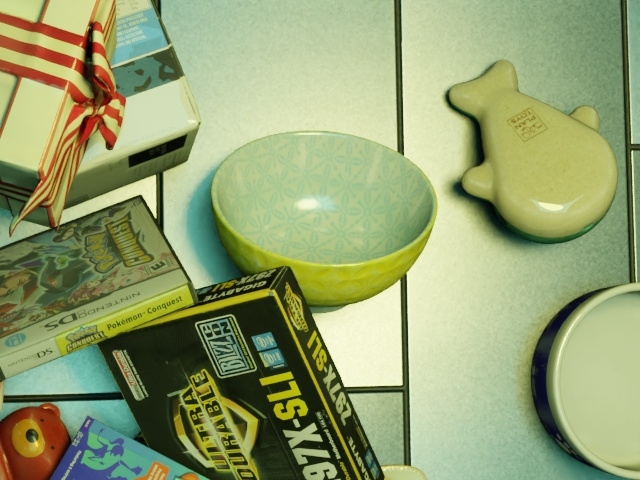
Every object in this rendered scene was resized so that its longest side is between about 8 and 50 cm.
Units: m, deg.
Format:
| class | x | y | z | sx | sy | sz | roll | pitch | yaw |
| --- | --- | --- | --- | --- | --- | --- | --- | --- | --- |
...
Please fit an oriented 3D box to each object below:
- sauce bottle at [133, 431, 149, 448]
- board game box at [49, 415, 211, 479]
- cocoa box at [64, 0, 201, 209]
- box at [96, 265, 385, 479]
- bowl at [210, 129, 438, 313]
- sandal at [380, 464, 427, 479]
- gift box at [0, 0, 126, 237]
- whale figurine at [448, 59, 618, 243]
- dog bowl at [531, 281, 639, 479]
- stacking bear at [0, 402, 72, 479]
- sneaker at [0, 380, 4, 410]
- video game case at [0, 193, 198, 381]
| class | x | y | z | sx | sy | sz | roll | pitch | yaw |
| --- | --- | --- | --- | --- | --- | --- | --- | --- | --- |
| sauce bottle | -0.221 | 0.264 | 1.794 | 0.128 | 0.042 | 0.042 | -43 | 94 | -11 |
| board game box | -0.230 | 0.332 | 1.667 | 0.210 | 0.047 | 0.160 | 25 | 73 | 10 |
| cocoa box | -0.294 | -0.181 | 1.656 | 0.231 | 0.347 | 0.228 | -22 | 90 | -9 |
| box | -0.097 | 0.209 | 1.692 | 0.257 | 0.079 | 0.322 | -15 | 110 | 22 |
| bowl | 0.000 | 0.000 | 1.776 | 0.289 | 0.289 | 0.156 | -2 | 128 | -10 |
| sandal | 0.038 | 0.355 | 1.814 | 0.240 | 0.079 | 0.088 | -8 | 88 | -10 |
| gift box | -0.329 | -0.145 | 1.353 | 0.258 | 0.255 | 0.276 | 15 | 80 | -3 |
| whale figurine | 0.285 | -0.115 | 1.879 | 0.216 | 0.141 | 0.272 | -31 | 67 | -10 |
| dog bowl | 0.428 | 0.191 | 1.880 | 0.264 | 0.104 | 0.265 | 1 | 86 | -9 |
| stacking bear | -0.447 | 0.289 | 1.698 | 0.289 | 0.164 | 0.175 | -17 | 65 | -21 |
| sneaker | -0.446 | 0.195 | 1.653 | 0.134 | 0.051 | 0.070 | -9 | 52 | -8 |
| video game case | -0.302 | 0.049 | 1.689 | 0.248 | 0.275 | 0.035 | -22 | 121 | -10 |
